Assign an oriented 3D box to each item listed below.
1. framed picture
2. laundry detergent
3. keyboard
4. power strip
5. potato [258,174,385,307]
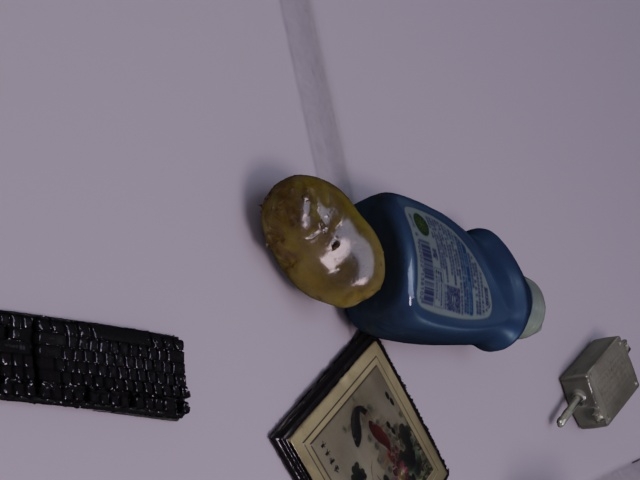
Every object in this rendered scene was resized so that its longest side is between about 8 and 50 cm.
[{"bbox_3d":[0.047,0.208,1.183,0.199,0.010,0.195,-45,112,-46],"label":"framed picture"},{"bbox_3d":[0.137,0.047,1.281,0.290,0.094,0.143,19,54,-48],"label":"laundry detergent"},{"bbox_3d":[-0.188,0.093,0.940,0.231,0.023,0.072,15,65,-46],"label":"keyboard"},{"bbox_3d":[0.330,0.181,1.490,0.175,0.042,0.075,-33,104,-47],"label":"power strip"},{"bbox_3d":[0.000,0.000,1.139,0.091,0.070,0.138,-42,108,-17],"label":"potato"}]
